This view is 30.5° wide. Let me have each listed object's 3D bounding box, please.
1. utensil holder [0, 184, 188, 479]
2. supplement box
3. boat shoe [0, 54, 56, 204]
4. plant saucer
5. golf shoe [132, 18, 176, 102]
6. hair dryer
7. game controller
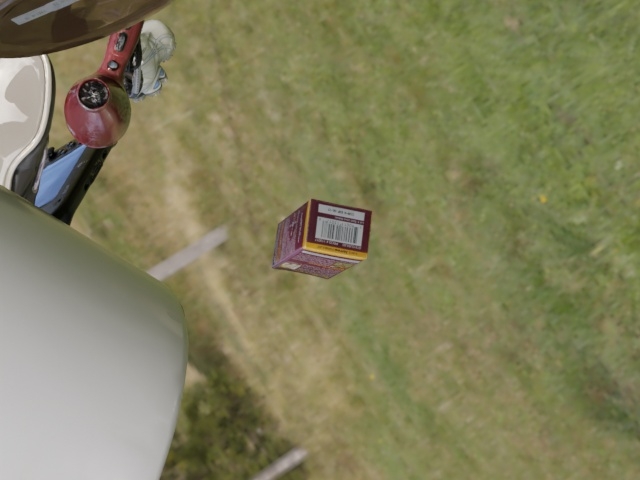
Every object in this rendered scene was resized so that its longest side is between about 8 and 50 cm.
[{"bbox_3d":[-0.317,0.074,0.660,0.385,0.327,0.327,32,178,-24],"label":"utensil holder"},{"bbox_3d":[0.000,0.000,1.852,0.188,0.104,0.081,148,131,-69],"label":"supplement box"},{"bbox_3d":[-0.418,-0.102,1.532,0.095,0.112,0.335,-97,23,-76],"label":"boat shoe"},{"bbox_3d":[-0.226,-0.238,1.111,0.278,0.278,0.041,145,104,-77],"label":"plant saucer"},{"bbox_3d":[-0.266,-0.291,1.755,0.086,0.069,0.176,54,-158,-39],"label":"golf shoe"},{"bbox_3d":[-0.255,-0.220,1.402,0.293,0.080,0.223,-89,10,-54],"label":"hair dryer"},{"bbox_3d":[-0.399,-0.075,1.755,0.067,0.166,0.319,45,-152,-20],"label":"game controller"}]
